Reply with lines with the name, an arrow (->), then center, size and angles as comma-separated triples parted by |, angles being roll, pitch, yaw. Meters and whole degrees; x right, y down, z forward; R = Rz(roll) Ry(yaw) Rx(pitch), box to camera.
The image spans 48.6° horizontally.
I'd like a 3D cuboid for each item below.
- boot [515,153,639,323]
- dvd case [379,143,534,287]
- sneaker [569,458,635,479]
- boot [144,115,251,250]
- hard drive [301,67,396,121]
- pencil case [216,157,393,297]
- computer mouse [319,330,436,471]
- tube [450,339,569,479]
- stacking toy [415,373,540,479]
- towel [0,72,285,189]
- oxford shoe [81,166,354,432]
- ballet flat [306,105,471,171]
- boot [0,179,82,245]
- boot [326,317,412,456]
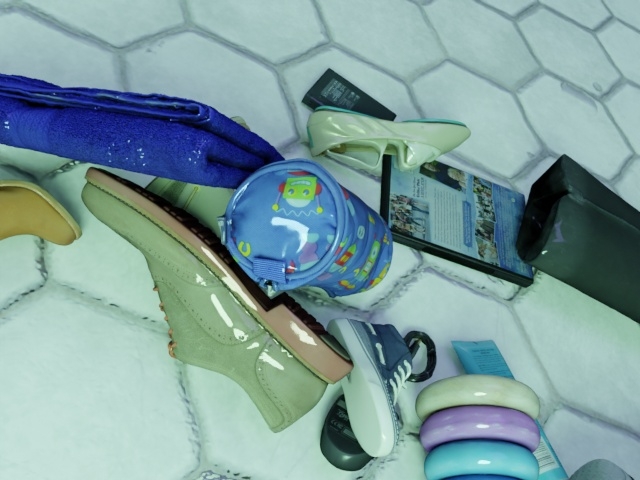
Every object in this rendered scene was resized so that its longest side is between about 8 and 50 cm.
boot -> 0.489, 0.106, 1.017 | 0.445, 0.146, 0.367 | 34, 35, -11
dvd case -> 0.207, -0.040, 1.079 | 0.253, 0.022, 0.180 | 19, 51, -15
sneaker -> 0.347, 0.424, 0.730 | 0.210, 0.137, 0.365 | 28, 45, -3
boot -> -0.110, -0.047, 0.878 | 0.165, 0.077, 0.213 | 37, 55, 2
hard drive -> 0.047, -0.208, 1.118 | 0.135, 0.022, 0.094 | 35, 48, -1
pencil case -> 0.000, 0.000, 0.780 | 0.120, 0.306, 0.133 | 20, 90, 16
computer mouse -> 0.074, 0.186, 0.837 | 0.071, 0.041, 0.242 | 28, 39, 21
tube -> 0.237, 0.213, 0.893 | 0.080, 0.052, 0.207 | 8, 47, -40
stacking toy -> 0.169, 0.315, 0.734 | 0.141, 0.141, 0.330 | 16, 56, -17
towel -> -0.209, -0.115, 0.730 | 0.309, 0.076, 0.228 | 12, 6, 14
oxford shoe -> -0.134, 0.061, 0.743 | 0.348, 0.123, 0.130 | 41, 92, 5
ballet flat -> 0.100, -0.139, 1.043 | 0.249, 0.086, 0.086 | 4, 54, -9
boot -> -0.358, -0.001, 0.723 | 0.197, 0.073, 0.152 | 33, 62, -29
boot -> 0.071, 0.154, 0.785 | 0.086, 0.069, 0.190 | 4, 35, -20
